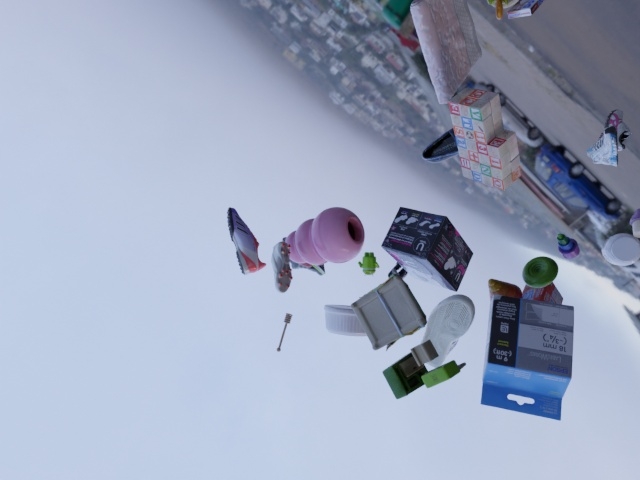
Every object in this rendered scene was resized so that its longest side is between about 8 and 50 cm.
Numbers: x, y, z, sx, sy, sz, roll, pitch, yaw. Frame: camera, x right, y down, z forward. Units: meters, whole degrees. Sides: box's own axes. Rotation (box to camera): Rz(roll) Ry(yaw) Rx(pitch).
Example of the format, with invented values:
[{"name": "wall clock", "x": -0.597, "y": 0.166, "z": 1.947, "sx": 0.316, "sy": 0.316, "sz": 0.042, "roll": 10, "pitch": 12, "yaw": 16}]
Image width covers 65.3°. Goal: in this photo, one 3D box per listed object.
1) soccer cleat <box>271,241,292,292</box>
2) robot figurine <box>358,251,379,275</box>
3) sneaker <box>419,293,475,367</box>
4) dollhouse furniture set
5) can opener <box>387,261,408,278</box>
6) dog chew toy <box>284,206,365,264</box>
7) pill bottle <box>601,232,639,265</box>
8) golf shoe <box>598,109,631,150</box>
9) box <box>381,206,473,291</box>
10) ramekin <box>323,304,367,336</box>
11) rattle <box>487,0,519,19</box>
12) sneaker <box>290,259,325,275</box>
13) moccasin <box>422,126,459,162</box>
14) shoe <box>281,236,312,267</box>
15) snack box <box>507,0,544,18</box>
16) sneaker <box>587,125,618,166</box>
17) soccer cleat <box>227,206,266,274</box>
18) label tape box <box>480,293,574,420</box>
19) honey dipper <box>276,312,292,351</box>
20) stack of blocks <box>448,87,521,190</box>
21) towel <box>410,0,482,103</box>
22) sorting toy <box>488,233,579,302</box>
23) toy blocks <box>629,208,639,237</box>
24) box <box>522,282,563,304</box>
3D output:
[{"name": "soccer cleat", "x": -0.142, "y": 0.099, "z": 1.787, "sx": 0.068, "sy": 0.076, "sz": 0.196, "roll": 19, "pitch": -120, "yaw": -38}, {"name": "robot figurine", "x": 0.232, "y": 0.113, "z": 2.377, "sx": 0.067, "sy": 0.101, "sz": 0.115, "roll": 2, "pitch": -91, "yaw": -64}, {"name": "sneaker", "x": 0.434, "y": 0.279, "z": 1.697, "sx": 0.131, "sy": 0.350, "sz": 0.148, "roll": 33, "pitch": -134, "yaw": 15}, {"name": "dollhouse furniture set", "x": 0.247, "y": 0.252, "z": 1.383, "sx": 0.151, "sy": 0.197, "sz": 0.301, "roll": -10, "pitch": -112, "yaw": -51}, {"name": "can opener", "x": 0.329, "y": 0.085, "z": 1.907, "sx": 0.059, "sy": 0.186, "sz": 0.073, "roll": 42, "pitch": -165, "yaw": 17}, {"name": "dog chew toy", "x": 0.000, "y": 0.000, "z": 1.859, "sx": 0.206, "sy": 0.332, "sz": 0.206, "roll": 21, "pitch": -119, "yaw": -44}, {"name": "pill bottle", "x": 1.011, "y": 0.030, "z": 1.674, "sx": 0.108, "sy": 0.108, "sz": 0.193, "roll": 53, "pitch": -161, "yaw": 17}, {"name": "golf shoe", "x": 0.970, "y": -0.355, "z": 1.633, "sx": 0.086, "sy": 0.186, "sz": 0.067, "roll": 12, "pitch": 150, "yaw": 35}, {"name": "box", "x": 0.318, "y": 0.030, "z": 1.479, "sx": 0.163, "sy": 0.142, "sz": 0.247, "roll": 17, "pitch": 164, "yaw": 41}, {"name": "ramekin", "x": 0.146, "y": 0.381, "z": 2.386, "sx": 0.273, "sy": 0.273, "sz": 0.127, "roll": 9, "pitch": -96, "yaw": -56}, {"name": "rattle", "x": 0.654, "y": -0.796, "z": 1.619, "sx": 0.200, "sy": 0.130, "sz": 0.143, "roll": -2, "pitch": -139, "yaw": -8}, {"name": "sneaker", "x": -0.083, "y": 0.100, "z": 2.505, "sx": 0.300, "sy": 0.121, "sz": 0.111, "roll": 38, "pitch": -148, "yaw": -41}, {"name": "moccasin", "x": 0.580, "y": -0.411, "z": 2.075, "sx": 0.117, "sy": 0.342, "sz": 0.138, "roll": -19, "pitch": -102, "yaw": -56}, {"name": "shoe", "x": -0.107, "y": 0.056, "z": 2.295, "sx": 0.178, "sy": 0.081, "sz": 0.063, "roll": 28, "pitch": -143, "yaw": 17}, {"name": "snack box", "x": 0.577, "y": -0.655, "z": 1.352, "sx": 0.064, "sy": 0.178, "sz": 0.022, "roll": 14, "pitch": 143, "yaw": 45}, {"name": "sneaker", "x": 0.843, "y": -0.274, "z": 1.494, "sx": 0.191, "sy": 0.083, "sz": 0.071, "roll": 38, "pitch": -121, "yaw": -53}, {"name": "soccer cleat", "x": -0.341, "y": -0.006, "z": 2.254, "sx": 0.108, "sy": 0.116, "sz": 0.318, "roll": 126, "pitch": 127, "yaw": -74}, {"name": "label tape box", "x": 0.634, "y": 0.352, "z": 1.531, "sx": 0.106, "sy": 0.240, "sz": 0.333, "roll": 67, "pitch": -147, "yaw": -65}, {"name": "honey dipper", "x": -0.150, "y": 0.375, "z": 2.030, "sx": 0.030, "sy": 0.160, "sz": 0.030, "roll": 17, "pitch": 178, "yaw": 0}, {"name": "stack of blocks", "x": 0.521, "y": -0.318, "z": 1.577, "sx": 0.171, "sy": 0.087, "sz": 0.297, "roll": 33, "pitch": 156, "yaw": 48}, {"name": "towel", "x": 0.417, "y": -0.668, "z": 1.626, "sx": 0.317, "sy": 0.053, "sz": 0.332, "roll": -51, "pitch": -52, "yaw": -32}, {"name": "sorting toy", "x": 0.728, "y": 0.098, "z": 1.756, "sx": 0.126, "sy": 0.365, "sz": 0.127, "roll": 40, "pitch": -162, "yaw": -31}, {"name": "toy blocks", "x": 1.126, "y": -0.128, "z": 1.518, "sx": 0.309, "sy": 0.288, "sz": 0.260, "roll": 24, "pitch": -118, "yaw": -19}, {"name": "box", "x": 0.955, "y": 0.287, "z": 2.184, "sx": 0.128, "sy": 0.122, "sz": 0.257, "roll": 54, "pitch": -137, "yaw": -6}]
